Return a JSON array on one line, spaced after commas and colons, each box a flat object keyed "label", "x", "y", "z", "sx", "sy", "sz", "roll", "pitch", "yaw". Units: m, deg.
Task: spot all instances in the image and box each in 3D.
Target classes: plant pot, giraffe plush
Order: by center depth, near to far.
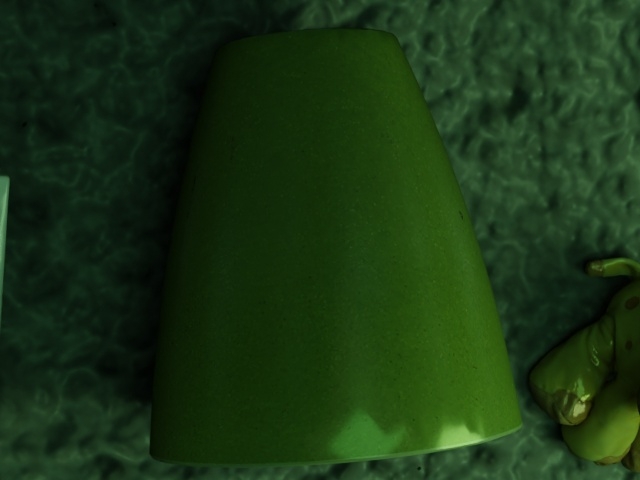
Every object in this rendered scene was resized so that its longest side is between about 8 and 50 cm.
[{"label": "plant pot", "x": 0.000, "y": 0.000, "z": 1.077, "sx": 0.274, "sy": 0.275, "sz": 0.294, "roll": -4, "pitch": 89, "yaw": -21}, {"label": "giraffe plush", "x": 0.308, "y": 0.116, "z": 1.255, "sx": 0.181, "sy": 0.170, "sz": 0.210, "roll": 17, "pitch": 96, "yaw": -24}]

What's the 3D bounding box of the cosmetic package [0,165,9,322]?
[{"label": "cosmetic package", "x": -0.340, "y": 0.048, "z": 1.003, "sx": 0.224, "sy": 0.138, "sz": 0.225, "roll": 1, "pitch": 104, "yaw": -22}]
